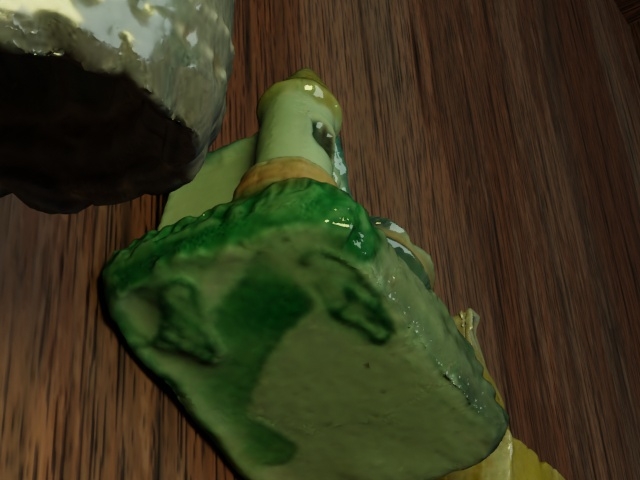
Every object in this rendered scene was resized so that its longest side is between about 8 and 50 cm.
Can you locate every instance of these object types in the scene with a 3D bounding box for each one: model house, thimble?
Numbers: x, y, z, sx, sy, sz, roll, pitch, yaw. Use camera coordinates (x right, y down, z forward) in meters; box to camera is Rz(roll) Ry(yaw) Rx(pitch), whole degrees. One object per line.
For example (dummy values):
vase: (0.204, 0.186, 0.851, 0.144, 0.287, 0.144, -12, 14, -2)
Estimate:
model house: (0.000, 0.000, 1.143, 0.267, 0.194, 0.325, 53, 23, -29)
thimble: (-0.155, -0.126, 0.782, 0.236, 0.205, 0.172, 35, 46, -46)

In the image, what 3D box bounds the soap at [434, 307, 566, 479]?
soap: (0.160, 0.260, 1.287, 0.338, 0.169, 0.304, 45, 40, -44)
